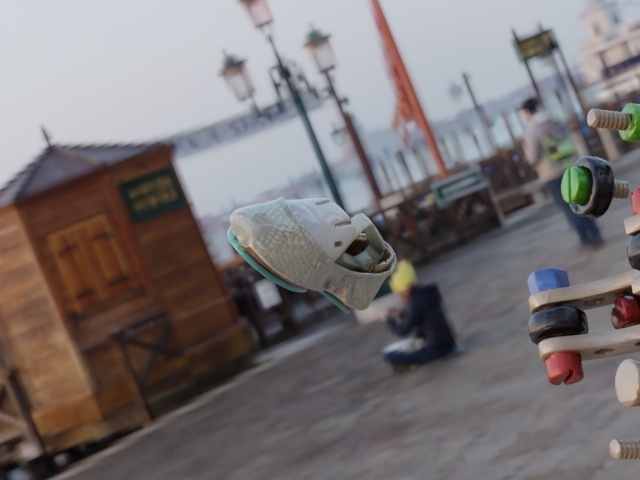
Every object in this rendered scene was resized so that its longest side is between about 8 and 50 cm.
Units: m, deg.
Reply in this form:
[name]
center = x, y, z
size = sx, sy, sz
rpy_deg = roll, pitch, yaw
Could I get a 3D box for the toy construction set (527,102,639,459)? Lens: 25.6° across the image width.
[toy construction set]
center = 0.352, 0.073, 1.283
size = 0.237, 0.309, 0.257
rpy_deg = 5, -49, -18

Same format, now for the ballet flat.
[ballet flat]
center = 0.000, 0.000, 0.769
size = 0.052, 0.057, 0.168
rpy_deg = -43, -19, 7
